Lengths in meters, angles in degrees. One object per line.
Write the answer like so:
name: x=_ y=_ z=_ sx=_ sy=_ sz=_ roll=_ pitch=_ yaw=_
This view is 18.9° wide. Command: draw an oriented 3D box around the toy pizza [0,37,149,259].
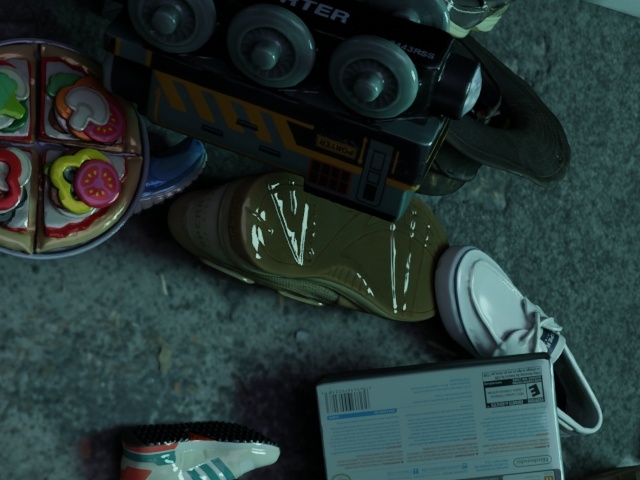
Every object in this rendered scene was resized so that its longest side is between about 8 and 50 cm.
toy pizza: x=-0.244 y=-0.083 z=1.662 sx=0.201 sy=0.032 sz=0.201 roll=5 pitch=74 yaw=-18

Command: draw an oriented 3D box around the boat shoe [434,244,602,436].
boat shoe: x=0.205 y=0.100 z=1.921 sx=0.258 sy=0.084 sz=0.095 roll=51 pitch=55 yaw=-34

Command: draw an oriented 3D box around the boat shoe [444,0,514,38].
boat shoe: x=0.141 y=-0.246 z=1.861 sx=0.080 sy=0.073 sz=0.223 roll=45 pitch=19 yaw=10

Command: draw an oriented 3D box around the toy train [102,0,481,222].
toy train: x=-0.033 y=-0.143 z=1.621 sx=0.334 sy=0.190 sz=0.142 roll=19 pitch=41 yaw=7

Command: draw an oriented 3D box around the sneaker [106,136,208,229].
sneaker: x=-0.172 y=-0.061 z=1.723 sx=0.162 sy=0.063 sz=0.073 roll=-29 pitch=100 yaw=-30

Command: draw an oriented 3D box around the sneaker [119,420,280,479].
sneaker: x=-0.114 y=0.210 z=1.762 sx=0.161 sy=0.057 sz=0.075 roll=2 pitch=104 yaw=-34

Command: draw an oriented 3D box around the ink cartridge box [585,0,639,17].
ink cartridge box: x=0.361 y=-0.365 z=2.011 sx=0.168 sy=0.171 sz=0.232 roll=13 pitch=82 yaw=-32

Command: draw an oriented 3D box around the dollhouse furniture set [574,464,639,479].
dollhouse furniture set: x=0.333 y=0.296 z=1.947 sx=0.129 sy=0.184 sz=0.129 roll=-10 pitch=85 yaw=-36

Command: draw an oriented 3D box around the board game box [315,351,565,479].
board game box: x=0.125 y=0.268 z=1.820 sx=0.224 sy=0.097 sz=0.303 roll=-6 pitch=90 yaw=4

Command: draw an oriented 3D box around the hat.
hat: x=0.077 y=-0.136 z=1.832 sx=0.331 sy=0.134 sz=0.331 roll=34 pitch=26 yaw=-19

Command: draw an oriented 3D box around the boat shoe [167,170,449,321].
boat shoe: x=0.000 y=0.000 z=1.804 sx=0.341 sy=0.110 sz=0.121 roll=20 pitch=74 yaw=-50

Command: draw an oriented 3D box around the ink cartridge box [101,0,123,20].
ink cartridge box: x=-0.102 y=-0.273 z=1.763 sx=0.139 sy=0.082 sz=0.190 roll=21 pitch=76 yaw=-30
